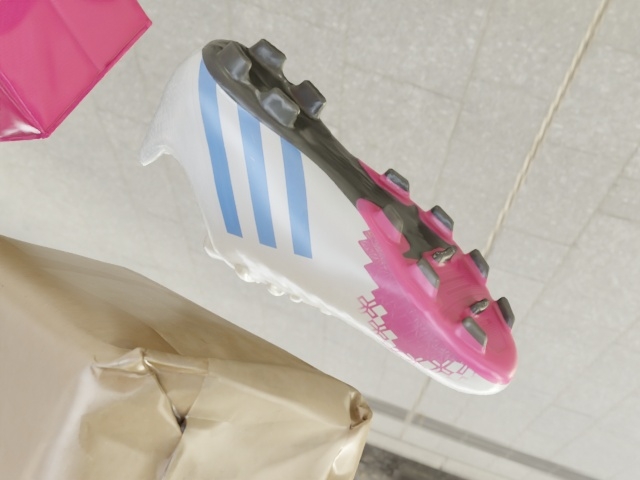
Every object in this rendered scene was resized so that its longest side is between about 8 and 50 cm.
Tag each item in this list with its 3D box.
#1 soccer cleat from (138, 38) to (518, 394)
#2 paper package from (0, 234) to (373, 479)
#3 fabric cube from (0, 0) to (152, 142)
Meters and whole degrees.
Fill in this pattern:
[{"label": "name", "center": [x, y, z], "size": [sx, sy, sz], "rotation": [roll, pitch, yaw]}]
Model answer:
[{"label": "soccer cleat", "center": [0.000, 0.000, 0.703], "size": [0.331, 0.116, 0.143], "rotation": [48, 117, 9]}, {"label": "paper package", "center": [-0.165, 0.168, 0.544], "size": [0.168, 0.310, 0.324], "rotation": [18, -179, -38]}, {"label": "fabric cube", "center": [-0.432, -0.307, 1.252], "size": [0.254, 0.259, 0.258], "rotation": [0, 136, 38]}]
